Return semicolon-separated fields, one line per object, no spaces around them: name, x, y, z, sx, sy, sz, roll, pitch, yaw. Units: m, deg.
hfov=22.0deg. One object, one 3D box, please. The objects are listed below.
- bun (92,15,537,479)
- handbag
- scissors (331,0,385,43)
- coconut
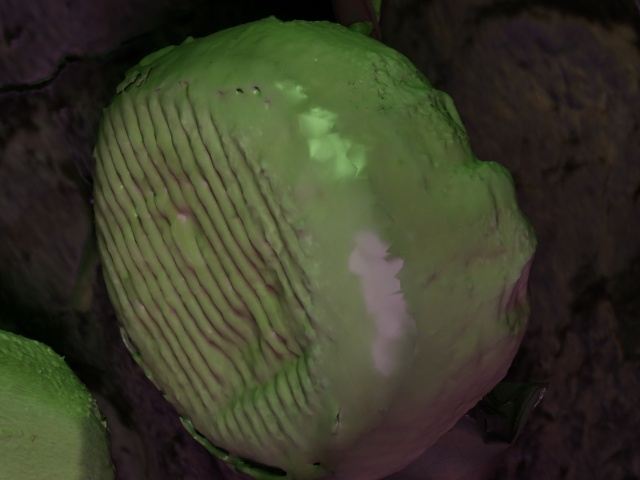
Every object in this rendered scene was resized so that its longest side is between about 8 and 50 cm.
bun;0.000;0.000;1.160;0.211;0.359;0.360;-27;134;-33
handbag;0.060;0.143;1.387;0.270;0.117;0.182;31;105;-29
scissors;0.029;-0.162;1.212;0.133;0.020;0.187;-4;127;-3
coconut;-0.295;0.180;1.240;0.247;0.245;0.245;13;121;-31
